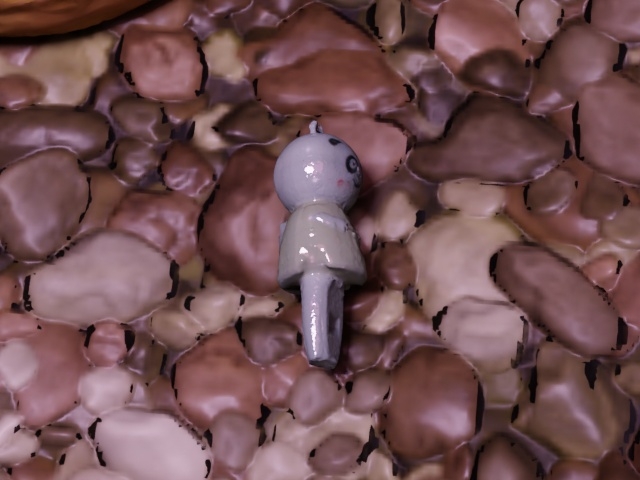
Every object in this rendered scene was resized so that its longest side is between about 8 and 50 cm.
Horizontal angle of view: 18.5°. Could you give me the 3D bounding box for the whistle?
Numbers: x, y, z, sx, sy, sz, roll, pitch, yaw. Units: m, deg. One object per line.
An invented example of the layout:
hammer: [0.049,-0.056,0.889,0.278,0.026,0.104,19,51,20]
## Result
whistle: [0.000,0.000,0.748,0.035,0.035,0.100,-3,67,4]

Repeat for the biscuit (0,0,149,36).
biscuit: [-0.197,-0.199,0.837,0.355,0.052,0.275,16,66,9]
